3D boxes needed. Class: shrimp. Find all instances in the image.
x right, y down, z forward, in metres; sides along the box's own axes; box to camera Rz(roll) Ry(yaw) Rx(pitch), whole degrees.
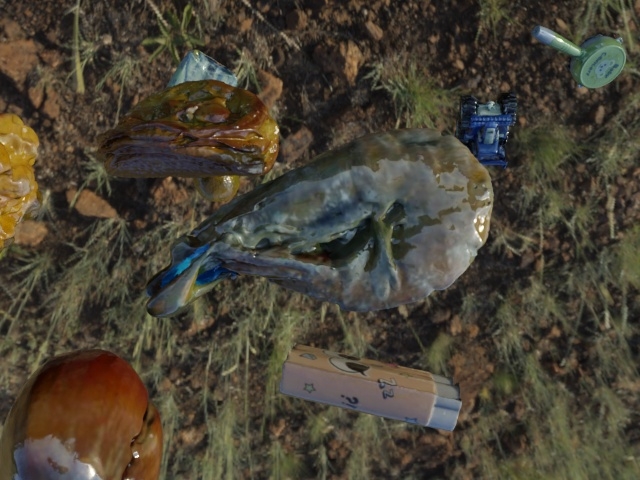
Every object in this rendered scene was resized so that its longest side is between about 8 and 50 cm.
[{"bbox_3d":[0.000,0.000,0.727,0.446,0.221,0.110,-20,164,0],"label":"shrimp"}]

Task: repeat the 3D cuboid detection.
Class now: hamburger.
[{"bbox_3d":[-0.457,-0.077,0.761,0.149,0.237,0.237,21,132,2],"label":"hamburger"}]

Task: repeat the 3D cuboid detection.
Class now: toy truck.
[{"bbox_3d":[0.350,-0.224,1.259,0.113,0.126,0.208,-1,166,8],"label":"toy truck"}]

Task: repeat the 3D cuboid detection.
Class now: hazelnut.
[{"bbox_3d":[-0.263,0.238,0.664,0.181,0.181,0.212,4,123,45],"label":"hazelnut"}]

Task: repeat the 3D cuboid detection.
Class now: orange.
[{"bbox_3d":[-0.191,-0.119,1.075,0.085,0.095,0.085,-13,170,-2],"label":"orange"}]

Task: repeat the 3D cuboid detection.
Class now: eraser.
[{"bbox_3d":[0.084,0.249,1.016,0.291,0.171,0.087,12,90,5],"label":"eraser"}]

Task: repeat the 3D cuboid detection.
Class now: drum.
[{"bbox_3d":[0.565,-0.407,1.319,0.253,0.049,0.130,1,135,-16],"label":"drum"}]

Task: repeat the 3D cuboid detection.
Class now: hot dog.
[{"bbox_3d":[-0.203,-0.158,0.875,0.272,0.196,0.122,4,126,11],"label":"hot dog"}]

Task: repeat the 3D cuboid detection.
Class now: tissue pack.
[{"bbox_3d":[-0.286,-0.304,1.325,0.128,0.311,0.228,29,101,-16],"label":"tissue pack"}]
